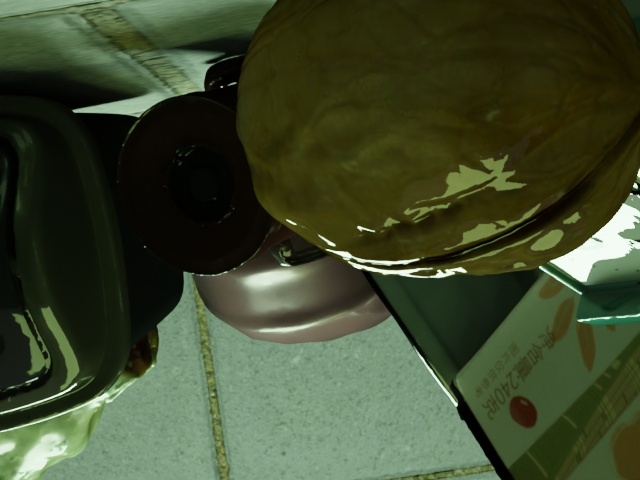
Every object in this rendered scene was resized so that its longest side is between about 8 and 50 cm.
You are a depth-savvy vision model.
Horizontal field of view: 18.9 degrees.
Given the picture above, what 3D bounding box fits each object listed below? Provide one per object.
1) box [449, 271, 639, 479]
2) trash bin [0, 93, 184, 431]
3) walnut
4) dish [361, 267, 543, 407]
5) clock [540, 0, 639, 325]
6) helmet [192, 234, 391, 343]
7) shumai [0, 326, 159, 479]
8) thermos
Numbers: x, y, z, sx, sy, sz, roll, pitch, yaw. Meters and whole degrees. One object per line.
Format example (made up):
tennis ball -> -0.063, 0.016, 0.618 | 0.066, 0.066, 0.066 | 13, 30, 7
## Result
box -> 0.290, 0.100, 1.129 | 0.122, 0.344, 0.385 | -8, 145, -41
trash bin -> -0.195, 0.008, 1.088 | 0.209, 0.182, 0.290 | -10, -175, 10
walnut -> 0.047, -0.053, 0.758 | 0.180, 0.144, 0.144 | 1, -175, 36
dish -> 0.082, -0.007, 1.403 | 0.120, 0.303, 0.303 | -33, 178, 2
clock -> 0.171, -0.058, 0.963 | 0.231, 0.116, 0.262 | 32, 155, -29
helmet -> 0.000, 0.000, 1.895 | 0.271, 0.197, 0.338 | -11, 178, 15
shumai -> -0.326, 0.097, 1.827 | 0.323, 0.324, 0.397 | -26, -148, 10
thermos -> -0.014, -0.047, 1.077 | 0.099, 0.124, 0.232 | 0, -169, 26
